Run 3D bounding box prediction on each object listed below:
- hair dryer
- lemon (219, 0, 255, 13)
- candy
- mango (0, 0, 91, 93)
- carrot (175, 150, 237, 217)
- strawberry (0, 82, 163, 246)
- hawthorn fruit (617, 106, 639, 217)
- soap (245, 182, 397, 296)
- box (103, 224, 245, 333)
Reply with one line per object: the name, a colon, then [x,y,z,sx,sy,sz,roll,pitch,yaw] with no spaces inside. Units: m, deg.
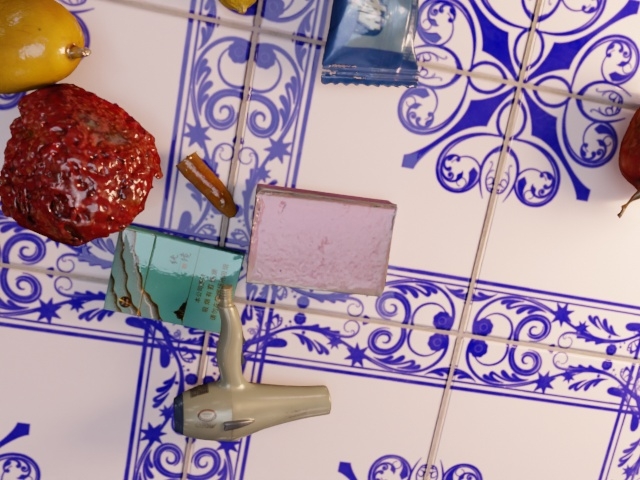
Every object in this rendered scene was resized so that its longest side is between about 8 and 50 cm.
hair dryer: [-0.103,0.257,1.103,0.296,0.119,0.298,19,100,-20]
lemon: [-0.142,-0.436,0.980,0.082,0.082,0.110,-14,98,-2]
candy: [0.103,-0.426,0.987,0.187,0.077,0.331,3,98,-11]
mango: [-0.512,-0.319,0.935,0.317,0.119,0.176,4,67,8]
carrot: [-0.198,-0.098,1.061,0.048,0.048,0.139,-41,104,3]
strawberry: [-0.396,-0.131,0.930,0.274,0.274,0.220,-21,127,-1]
hawthorn fruit: [0.639,-0.137,1.045,0.242,0.242,0.271,38,103,-11]
soap: [0.000,0.000,1.077,0.259,0.081,0.181,6,101,-7]
box: [-0.271,0.074,1.086,0.229,0.041,0.162,14,99,-8]
